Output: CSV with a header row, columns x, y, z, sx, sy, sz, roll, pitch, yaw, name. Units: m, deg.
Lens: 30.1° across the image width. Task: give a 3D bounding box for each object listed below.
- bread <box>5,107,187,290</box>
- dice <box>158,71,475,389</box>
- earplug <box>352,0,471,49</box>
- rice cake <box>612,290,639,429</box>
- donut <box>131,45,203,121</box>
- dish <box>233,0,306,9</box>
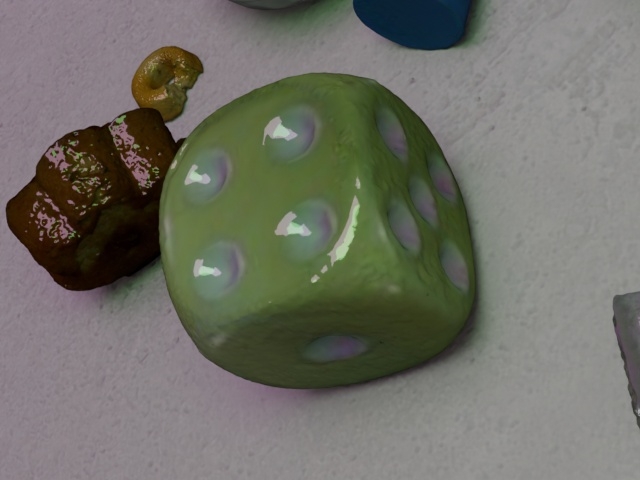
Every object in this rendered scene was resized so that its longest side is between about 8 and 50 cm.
x,y,z,sx,sy,sz,roll,pitch,yaw,name
-0.264,-0.048,1.447,0.247,0.232,0.135,-37,63,5,bread
0.000,0.000,1.225,0.252,0.254,0.249,-20,59,26,dice
0.141,-0.375,1.395,0.132,0.132,0.272,7,69,35,earplug
0.315,0.169,1.071,0.055,0.049,0.269,-15,59,12,rice cake
-0.213,-0.216,1.604,0.097,0.043,0.108,10,70,35,donut
-0.038,-0.403,1.523,0.303,0.120,0.303,-14,62,28,dish
